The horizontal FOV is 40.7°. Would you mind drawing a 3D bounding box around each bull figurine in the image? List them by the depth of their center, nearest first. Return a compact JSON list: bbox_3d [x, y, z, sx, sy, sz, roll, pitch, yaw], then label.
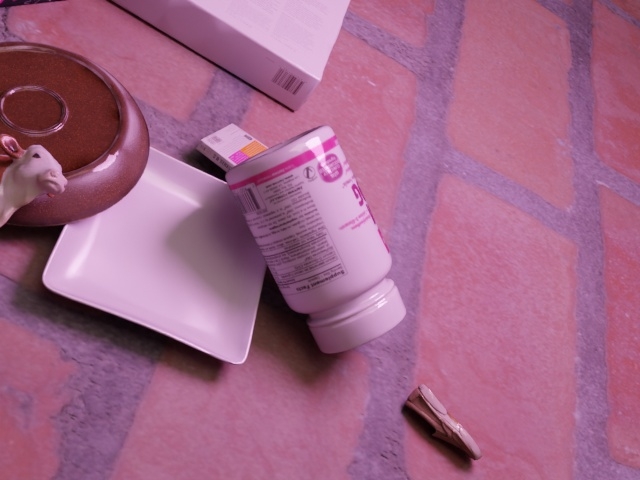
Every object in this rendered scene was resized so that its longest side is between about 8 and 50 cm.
[{"bbox_3d":[-0.443,-0.041,0.960,0.311,0.101,0.188,7,52,1],"label":"bull figurine"}]

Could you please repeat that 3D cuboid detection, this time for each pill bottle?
[{"bbox_3d":[0.000,0.000,1.182,0.160,0.160,0.283,-35,103,-43],"label":"pill bottle"}]

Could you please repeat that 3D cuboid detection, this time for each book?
[{"bbox_3d":[-0.103,-0.115,1.296,0.144,0.035,0.096,38,31,6],"label":"book"}]

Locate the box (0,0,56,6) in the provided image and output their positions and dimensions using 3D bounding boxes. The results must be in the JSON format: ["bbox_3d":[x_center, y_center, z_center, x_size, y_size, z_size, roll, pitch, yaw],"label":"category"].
[{"bbox_3d":[-0.468,-0.432,1.208,0.247,0.163,0.142,-22,76,-41],"label":"box"}]

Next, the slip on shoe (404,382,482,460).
[{"bbox_3d":[0.177,0.268,1.244,0.041,0.051,0.135,-41,96,-4],"label":"slip on shoe"}]

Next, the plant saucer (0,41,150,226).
[{"bbox_3d":[-0.375,-0.157,1.125,0.311,0.050,0.310,11,51,-14],"label":"plant saucer"}]

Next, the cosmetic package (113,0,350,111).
[{"bbox_3d":[-0.145,-0.425,1.465,0.377,0.097,0.284,30,50,-13],"label":"cosmetic package"}]

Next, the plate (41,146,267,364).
[{"bbox_3d":[-0.205,0.011,1.161,0.277,0.045,0.278,25,49,-18],"label":"plate"}]
